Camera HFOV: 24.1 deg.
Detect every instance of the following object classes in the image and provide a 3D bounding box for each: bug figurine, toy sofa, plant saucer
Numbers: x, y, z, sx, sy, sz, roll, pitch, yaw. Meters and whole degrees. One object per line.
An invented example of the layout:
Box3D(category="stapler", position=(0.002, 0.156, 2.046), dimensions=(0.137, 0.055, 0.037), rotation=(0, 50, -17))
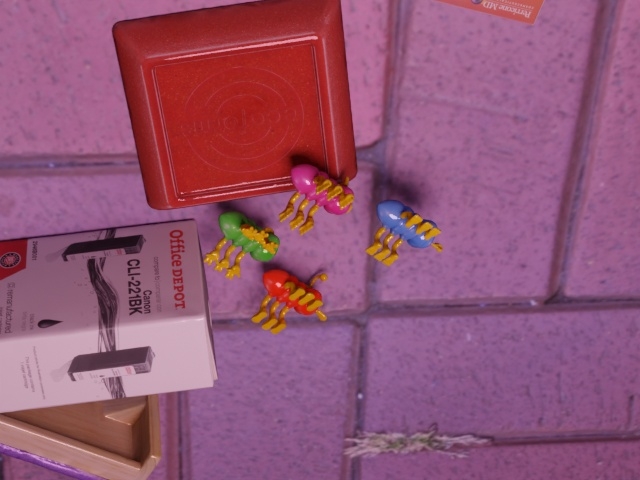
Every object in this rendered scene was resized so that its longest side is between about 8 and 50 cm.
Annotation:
Box3D(category="bug figurine", position=(0.000, 0.000, 1.794), dimensions=(0.279, 0.072, 0.216), rotation=(-31, 130, 31))
Box3D(category="toy sofa", position=(-0.394, 0.233, 1.895), dimensions=(0.362, 0.150, 0.177), rotation=(23, 119, -24))
Box3D(category="plant saucer", position=(-0.091, -0.145, 1.726), dimensions=(0.258, 0.048, 0.259), rotation=(-9, 128, -2))

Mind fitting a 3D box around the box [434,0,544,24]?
Box3D(category="box", position=(0.193, -0.336, 1.600), dimensions=(0.130, 0.091, 0.170), rotation=(10, 124, -16))

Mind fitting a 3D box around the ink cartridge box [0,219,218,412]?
Box3D(category="ink cartridge box", position=(-0.267, 0.088, 1.776), dimensions=(0.272, 0.197, 0.114), rotation=(-6, 127, -5))
